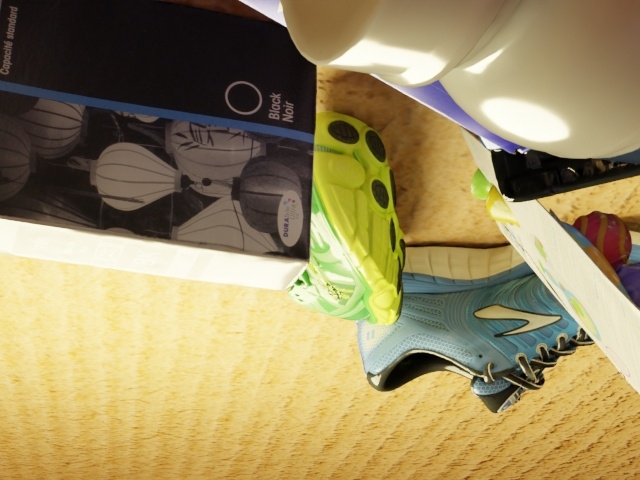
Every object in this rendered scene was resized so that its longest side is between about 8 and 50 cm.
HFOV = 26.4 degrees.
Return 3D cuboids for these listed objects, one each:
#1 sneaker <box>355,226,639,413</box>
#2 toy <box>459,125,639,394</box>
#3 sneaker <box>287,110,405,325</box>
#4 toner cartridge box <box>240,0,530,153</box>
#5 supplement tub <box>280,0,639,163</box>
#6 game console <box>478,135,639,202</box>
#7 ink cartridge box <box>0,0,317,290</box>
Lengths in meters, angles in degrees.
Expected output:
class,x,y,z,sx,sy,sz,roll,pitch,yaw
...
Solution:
class,x,y,z,sx,sy,sz,roll,pitch,yaw
sneaker,0.186,0.079,1.185,0.330,0.147,0.130,-8,156,23
toy,0.192,0.015,0.963,0.056,0.237,0.137,-36,140,-6
sneaker,0.000,0.000,1.059,0.124,0.109,0.295,-1,156,7
toner cartridge box,0.028,-0.168,0.618,0.348,0.075,0.165,25,139,-33
supplement tub,0.165,-0.136,0.447,0.325,0.235,0.235,5,158,-16
game console,0.233,-0.137,0.806,0.293,0.173,0.250,-12,-175,33
ink cartridge box,-0.167,-0.074,0.822,0.333,0.165,0.065,7,157,-14
